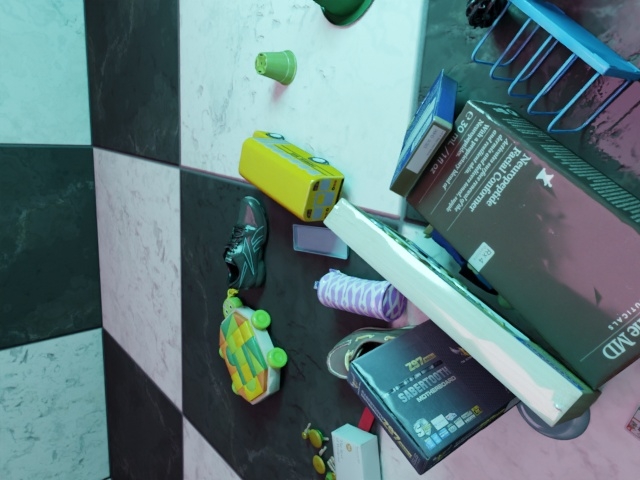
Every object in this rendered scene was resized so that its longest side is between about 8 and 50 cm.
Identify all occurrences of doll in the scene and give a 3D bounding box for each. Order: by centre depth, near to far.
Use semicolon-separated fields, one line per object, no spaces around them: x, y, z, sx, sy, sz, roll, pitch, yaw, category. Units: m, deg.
0.250;0.042;0.762;0.046;0.129;0.189;-44;72;4;doll

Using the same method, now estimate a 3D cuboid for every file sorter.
0.315;-0.240;0.634;0.170;0.118;0.104;57;137;25;file sorter

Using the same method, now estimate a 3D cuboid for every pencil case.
0.085;0.114;0.986;0.206;0.086;0.088;7;74;47;pencil case

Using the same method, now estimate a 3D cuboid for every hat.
-0.016;-0.525;0.906;0.208;0.184;0.173;-22;81;48;hat

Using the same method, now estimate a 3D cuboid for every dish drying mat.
0.106;0.421;1.067;0.032;0.008;0.083;38;124;39;dish drying mat

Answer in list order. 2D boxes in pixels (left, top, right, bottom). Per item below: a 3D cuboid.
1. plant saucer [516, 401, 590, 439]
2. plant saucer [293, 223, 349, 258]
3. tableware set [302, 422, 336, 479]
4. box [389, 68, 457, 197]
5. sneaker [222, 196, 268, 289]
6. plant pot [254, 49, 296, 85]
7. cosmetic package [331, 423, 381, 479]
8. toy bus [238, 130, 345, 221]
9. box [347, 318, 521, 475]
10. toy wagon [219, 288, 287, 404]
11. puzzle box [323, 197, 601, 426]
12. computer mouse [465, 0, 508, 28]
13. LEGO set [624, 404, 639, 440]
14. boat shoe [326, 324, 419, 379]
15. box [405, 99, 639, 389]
0.362;0.263;0.738;0.119;0.021;0.119;10;103;48;plant saucer
0.000;0.000;1.107;0.192;0.018;0.067;8;102;47;plant saucer
0.004;0.555;1.198;0.154;0.024;0.104;48;132;31;tableware set
0.174;-0.185;0.765;0.037;0.225;0.136;26;132;-4;box
-0.210;0.012;1.283;0.101;0.106;0.267;9;102;49;sneaker
-0.113;-0.422;1.114;0.083;0.079;0.083;10;104;47;plant pot
0.086;0.560;1.062;0.099;0.060;0.239;-2;95;48;cosmetic package
-0.085;-0.162;1.089;0.333;0.130;0.108;36;122;39;toy bus
0.188;0.228;0.744;0.183;0.233;0.059;46;145;39;box
-0.228;0.306;1.381;0.267;0.068;0.344;-45;63;42;toy wagon
0.208;0.096;0.694;0.409;0.272;0.052;43;102;36;puzzle box
0.260;-0.425;0.605;0.072;0.188;0.272;15;115;21;computer mouse
0.527;0.241;0.544;0.244;0.060;0.182;41;129;48;LEGO set
0.111;0.244;0.962;0.324;0.097;0.116;-22;81;48;boat shoe
0.319;-0.013;0.653;0.381;0.143;0.191;50;130;29;box
